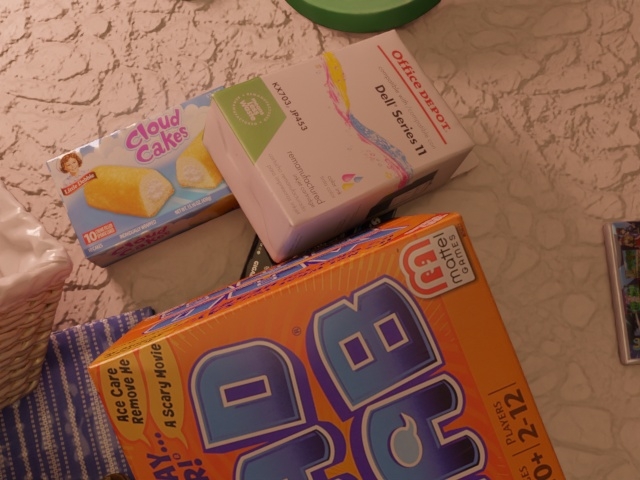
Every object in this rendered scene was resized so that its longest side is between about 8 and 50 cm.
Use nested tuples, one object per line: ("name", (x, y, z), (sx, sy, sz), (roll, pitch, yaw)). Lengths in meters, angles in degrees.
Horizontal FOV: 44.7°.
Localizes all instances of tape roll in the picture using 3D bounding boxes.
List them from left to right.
("tape roll", (0.063, -0.471, 1.145), (0.321, 0.077, 0.321), (-1, 84, 6))

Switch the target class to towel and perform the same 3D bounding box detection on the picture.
("towel", (-0.358, 0.243, 1.041), (0.336, 0.040, 0.243), (-15, 80, -4))

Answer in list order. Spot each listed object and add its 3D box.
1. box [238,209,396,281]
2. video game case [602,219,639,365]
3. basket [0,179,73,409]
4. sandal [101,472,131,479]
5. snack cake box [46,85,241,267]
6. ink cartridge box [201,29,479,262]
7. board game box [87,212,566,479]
("box", (0.000, 0.000, 1.085), (0.175, 0.051, 0.220), (18, 79, 2))
("video game case", (0.500, 0.068, 1.090), (0.184, 0.023, 0.201), (-3, 80, -1))
("basket", (-0.519, 0.068, 0.870), (0.328, 0.266, 0.331), (40, 40, 19))
("sandal", (-0.241, 0.387, 1.006), (0.072, 0.049, 0.180), (-17, 83, 11))
("snack cake box", (-0.220, -0.087, 1.082), (0.264, 0.089, 0.152), (-25, 81, -6))
("ink cartridge box", (0.051, -0.141, 1.024), (0.353, 0.119, 0.207), (-26, 74, -24))
("board game box", (0.013, 0.201, 0.857), (0.357, 0.356, 0.356), (-22, 93, -5))
